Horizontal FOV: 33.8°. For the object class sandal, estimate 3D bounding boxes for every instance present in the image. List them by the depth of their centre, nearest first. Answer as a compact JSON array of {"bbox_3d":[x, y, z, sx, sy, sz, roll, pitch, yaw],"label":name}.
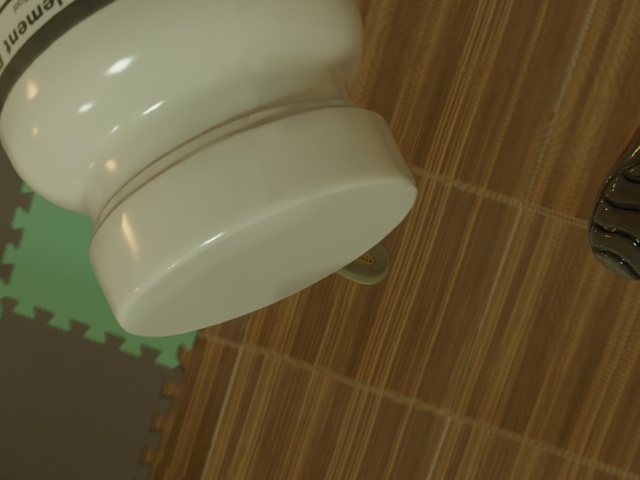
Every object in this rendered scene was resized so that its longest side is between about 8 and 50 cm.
[{"bbox_3d":[0.000,0.000,1.158,0.180,0.049,0.072,19,74,-13],"label":"sandal"}]

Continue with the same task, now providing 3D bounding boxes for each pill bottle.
[{"bbox_3d":[-0.102,-0.143,0.596,0.210,0.210,0.363,-30,75,11],"label":"pill bottle"}]

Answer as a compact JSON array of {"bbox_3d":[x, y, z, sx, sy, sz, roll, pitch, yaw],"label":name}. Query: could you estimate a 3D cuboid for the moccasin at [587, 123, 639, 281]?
[{"bbox_3d":[0.375,-0.114,1.019,0.139,0.147,0.380,28,129,18],"label":"moccasin"}]
